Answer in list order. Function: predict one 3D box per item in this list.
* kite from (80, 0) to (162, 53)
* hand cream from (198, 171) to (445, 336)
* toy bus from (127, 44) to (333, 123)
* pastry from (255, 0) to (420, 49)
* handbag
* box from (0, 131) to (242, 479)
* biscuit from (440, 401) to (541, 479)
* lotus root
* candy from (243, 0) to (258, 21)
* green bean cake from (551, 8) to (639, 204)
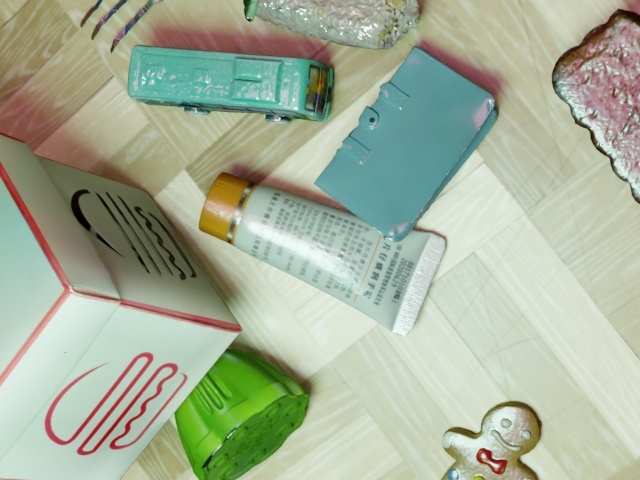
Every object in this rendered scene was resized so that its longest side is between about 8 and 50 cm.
[{"bbox_3d":[-0.239,-0.352,1.439,0.127,0.016,0.229,45,106,10],"label":"kite"},{"bbox_3d":[0.000,0.000,1.376,0.314,0.089,0.140,25,94,8],"label":"hand cream"},{"bbox_3d":[-0.119,-0.205,1.376,0.261,0.109,0.091,6,92,15],"label":"toy bus"},{"bbox_3d":[-0.008,-0.308,1.329,0.265,0.103,0.112,31,90,16],"label":"pastry"},{"bbox_3d":[0.108,-0.120,1.326,0.144,0.057,0.221,37,94,15],"label":"handbag"},{"bbox_3d":[-0.343,0.096,1.327,0.312,0.300,0.314,-51,53,16],"label":"box"},{"bbox_3d":[0.215,0.300,1.378,0.138,0.031,0.205,33,103,10],"label":"biscuit"},{"bbox_3d":[-0.133,0.209,1.410,0.186,0.186,0.186,2,97,16],"label":"lotus root"},{"bbox_3d":[-0.051,-0.409,1.285,0.097,0.097,0.324,9,74,15],"label":"candy"},{"bbox_3d":[0.401,-0.166,1.229,0.198,0.097,0.233,-42,84,18],"label":"green bean cake"}]
